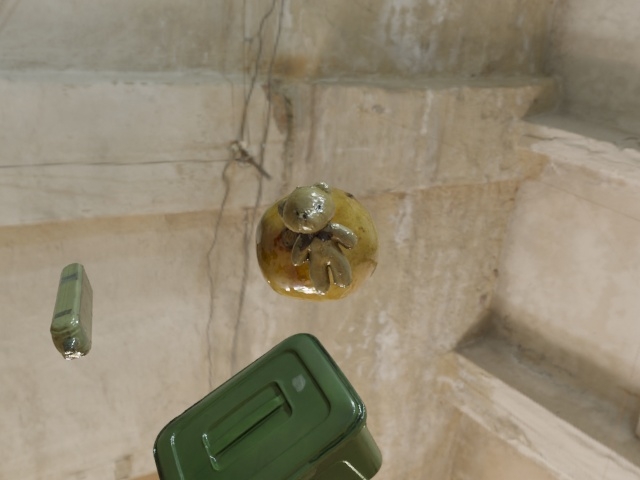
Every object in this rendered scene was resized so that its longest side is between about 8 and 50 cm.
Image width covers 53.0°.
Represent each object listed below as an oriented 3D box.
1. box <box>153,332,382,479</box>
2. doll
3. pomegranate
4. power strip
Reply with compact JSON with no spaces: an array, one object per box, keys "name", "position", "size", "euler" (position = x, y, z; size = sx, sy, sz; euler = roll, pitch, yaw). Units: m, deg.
[{"name":"box","position":[-0.074,0.338,1.027],"size":[0.178,0.329,0.253],"euler":[57,-5,-35]},{"name":"doll","position":[0.000,-0.003,0.571],"size":[0.051,0.061,0.093],"euler":[-98,168,-58]},{"name":"pomegranate","position":[-0.007,0.012,1.308],"size":[0.260,0.260,0.260],"euler":[22,-64,58]},{"name":"power strip","position":[-0.540,0.154,1.400],"size":[0.387,0.066,0.092],"euler":[-136,-152,-64]}]
